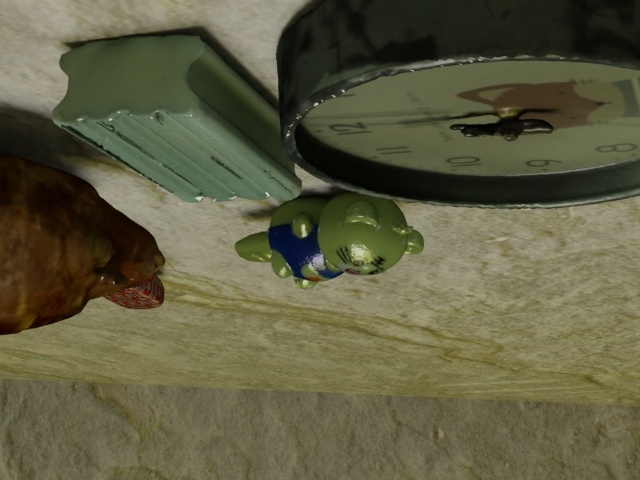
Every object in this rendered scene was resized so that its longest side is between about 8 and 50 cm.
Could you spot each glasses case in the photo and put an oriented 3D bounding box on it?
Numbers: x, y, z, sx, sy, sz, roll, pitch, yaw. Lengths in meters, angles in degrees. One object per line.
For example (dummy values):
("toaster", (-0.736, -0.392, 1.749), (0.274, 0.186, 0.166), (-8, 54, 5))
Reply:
("glasses case", (-0.256, 0.051, 1.372), (0.073, 0.049, 0.194), (-1, 166, 9))

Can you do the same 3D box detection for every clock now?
("clock", (0.130, -0.092, 0.711), (0.325, 0.067, 0.325), (2, 166, 0))

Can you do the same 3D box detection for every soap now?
("soap", (-0.097, -0.084, 0.781), (0.115, 0.063, 0.198), (-1, 166, 19))

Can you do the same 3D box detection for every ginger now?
("ginger", (-0.325, 0.009, 0.919), (0.358, 0.152, 0.274), (-4, 176, 11))

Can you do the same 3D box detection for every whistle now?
("whistle", (0.000, 0.000, 1.056), (0.228, 0.085, 0.105), (-9, 153, 40))
